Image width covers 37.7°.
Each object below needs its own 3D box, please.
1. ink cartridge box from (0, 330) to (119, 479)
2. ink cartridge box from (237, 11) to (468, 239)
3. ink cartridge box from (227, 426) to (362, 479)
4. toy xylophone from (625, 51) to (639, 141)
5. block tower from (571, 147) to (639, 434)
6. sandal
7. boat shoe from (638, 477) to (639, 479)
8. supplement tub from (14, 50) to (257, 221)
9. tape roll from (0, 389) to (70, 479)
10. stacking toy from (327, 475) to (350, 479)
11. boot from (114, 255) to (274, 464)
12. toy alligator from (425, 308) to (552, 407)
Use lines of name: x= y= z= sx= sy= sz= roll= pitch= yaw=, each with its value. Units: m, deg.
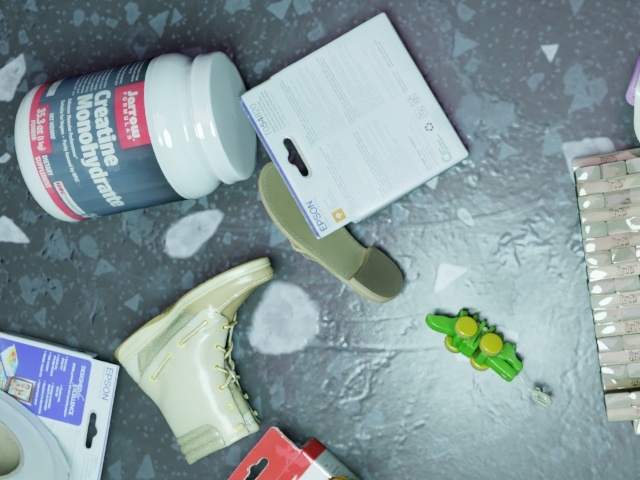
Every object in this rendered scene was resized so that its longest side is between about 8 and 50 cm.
ink cartridge box: x=-0.389 y=0.252 z=1.351 sx=0.208 sy=0.045 sz=0.206 roll=13 pitch=95 yaw=16
ink cartridge box: x=0.041 y=-0.146 z=1.215 sx=0.224 sy=0.045 sz=0.223 roll=-29 pitch=84 yaw=1
ink cartridge box: x=-0.006 y=0.360 z=1.238 sx=0.231 sy=0.078 sz=0.134 roll=41 pitch=99 yaw=10
toy xylophone: x=0.498 y=-0.110 z=1.048 sx=0.322 sy=0.236 sz=0.081 roll=12 pitch=139 yaw=8
block tower: x=0.369 y=0.059 z=1.129 sx=0.090 sy=0.097 sz=0.336 roll=-8 pitch=88 yaw=14
sandal: x=-0.003 y=0.004 z=1.236 sx=0.240 sy=0.079 sz=0.088 roll=41 pitch=57 yaw=-5
boat shoe: x=0.476 y=0.249 z=1.107 sx=0.267 sy=0.088 sz=0.096 roll=-42 pitch=81 yaw=12
supplement tub: x=-0.239 y=-0.137 z=1.231 sx=0.272 sy=0.191 sz=0.191 roll=-10 pitch=88 yaw=15
tape roll: x=-0.472 y=0.290 z=1.208 sx=0.286 sy=0.286 sz=0.100 roll=38 pitch=101 yaw=11
stacking toy: x=0.089 y=0.404 z=1.150 sx=0.221 sy=0.052 sz=0.167 roll=18 pitch=96 yaw=9
boot: x=-0.128 y=0.161 z=1.257 sx=0.262 sy=0.095 sz=0.203 roll=-36 pitch=82 yaw=14
toy alligator: x=0.222 y=0.139 z=1.192 sx=0.189 sy=0.056 sz=0.051 roll=34 pitch=58 yaw=12
